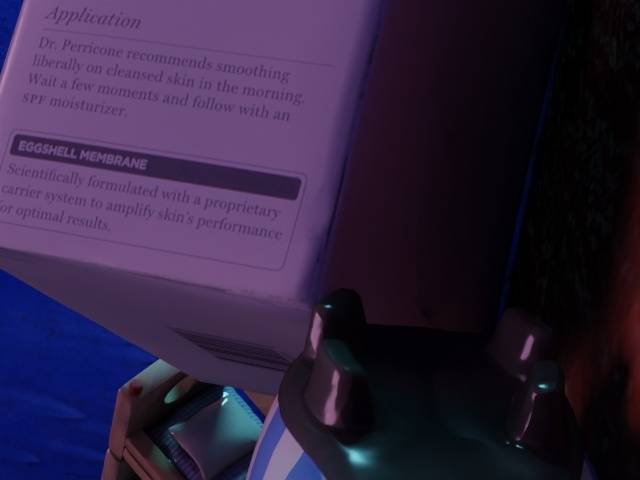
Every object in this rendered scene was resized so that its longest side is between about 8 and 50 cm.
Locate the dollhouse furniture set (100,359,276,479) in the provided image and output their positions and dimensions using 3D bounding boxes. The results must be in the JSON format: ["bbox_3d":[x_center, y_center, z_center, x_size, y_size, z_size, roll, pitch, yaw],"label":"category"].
[{"bbox_3d":[0.005,0.097,0.767,0.183,0.129,0.129,-34,-20,-29],"label":"dollhouse furniture set"}]

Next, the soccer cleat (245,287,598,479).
[{"bbox_3d":[0.023,0.122,0.340,0.331,0.116,0.143,-68,-17,-73],"label":"soccer cleat"}]

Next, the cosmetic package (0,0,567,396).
[{"bbox_3d":[-0.003,-0.063,0.600,0.224,0.138,0.225,45,-122,-65],"label":"cosmetic package"}]
